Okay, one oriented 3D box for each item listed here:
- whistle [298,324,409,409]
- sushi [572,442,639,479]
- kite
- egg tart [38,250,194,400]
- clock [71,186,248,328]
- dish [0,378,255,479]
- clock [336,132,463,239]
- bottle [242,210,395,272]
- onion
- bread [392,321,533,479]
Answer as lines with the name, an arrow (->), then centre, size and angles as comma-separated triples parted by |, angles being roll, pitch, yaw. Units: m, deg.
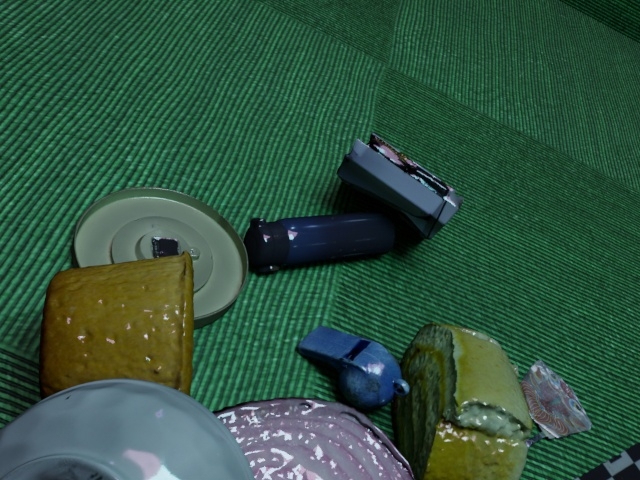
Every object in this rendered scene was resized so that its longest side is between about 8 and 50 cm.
whistle -> 0.049, 0.174, 0.884 | 0.158, 0.090, 0.090 | 11, 27, 39
sushi -> 0.580, 0.438, 0.945 | 0.343, 0.064, 0.359 | -9, 57, -36
kite -> 0.313, 0.255, 1.001 | 0.229, 0.016, 0.127 | -9, 53, -40
egg tart -> -0.210, 0.111, 0.705 | 0.147, 0.202, 0.202 | 2, 49, -16
clock -> -0.211, 0.017, 0.903 | 0.235, 0.029, 0.235 | 16, 44, -17
dish -> -0.192, 0.247, 0.533 | 0.303, 0.120, 0.303 | -1, 74, 3
clock -> 0.127, -0.083, 1.096 | 0.186, 0.083, 0.253 | 36, 4, 5
bottle -> 0.000, 0.000, 1.014 | 0.244, 0.082, 0.072 | -4, 9, -34
onion -> -0.016, 0.295, 0.694 | 0.247, 0.111, 0.250 | -1, 51, -31
bread -> 0.172, 0.208, 0.836 | 0.124, 0.186, 0.257 | 17, 36, -10
